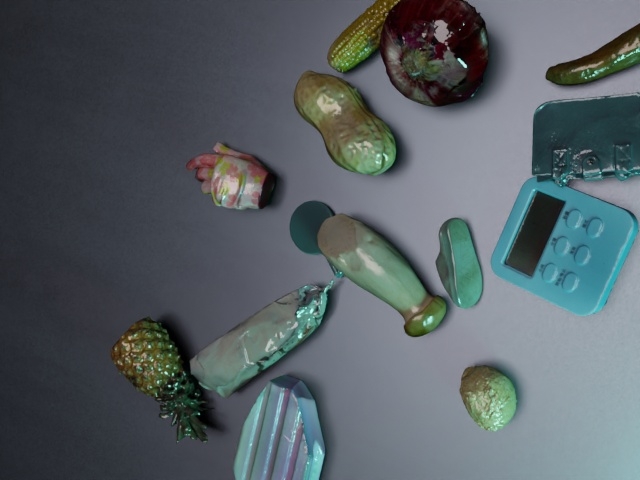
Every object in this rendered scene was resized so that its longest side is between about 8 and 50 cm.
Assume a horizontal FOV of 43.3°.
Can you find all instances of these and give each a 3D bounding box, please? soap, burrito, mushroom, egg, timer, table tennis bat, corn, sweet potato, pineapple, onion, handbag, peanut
[{"bbox_3d":[-0.093,0.490,1.887,0.192,0.109,0.324,15,97,24],"label":"soap"},{"bbox_3d":[-0.131,0.231,1.908,0.445,0.101,0.139,-35,59,21],"label":"burrito"},{"bbox_3d":[0.129,0.067,1.779,0.350,0.128,0.128,45,108,14],"label":"mushroom"},{"bbox_3d":[0.348,0.325,1.676,0.118,0.116,0.140,-31,71,50],"label":"egg"},{"bbox_3d":[0.484,0.008,1.630,0.249,0.091,0.232,25,101,27],"label":"timer"},{"bbox_3d":[0.000,0.000,1.887,0.124,0.033,0.201,-39,72,22],"label":"table tennis bat"},{"bbox_3d":[0.143,-0.492,1.789,0.319,0.097,0.097,-36,75,23],"label":"corn"},{"bbox_3d":[0.582,-0.368,1.595,0.273,0.075,0.075,-25,79,27],"label":"sweet potato"},{"bbox_3d":[-0.375,0.360,2.008,0.169,0.169,0.340,-44,81,19],"label":"pineapple"},{"bbox_3d":[0.249,-0.408,1.684,0.252,0.219,0.252,33,145,27],"label":"onion"},{"bbox_3d":[0.539,-0.195,1.593,0.229,0.062,0.179,-1,73,25],"label":"handbag"},{"bbox_3d":[0.048,-0.266,1.812,0.149,0.149,0.313,-44,70,18],"label":"peanut"}]

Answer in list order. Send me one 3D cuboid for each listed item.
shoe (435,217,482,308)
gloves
[{"bbox_3d":[0.289,0.048,1.739,0.078,0.079,0.195,-4,97,60],"label":"shoe"},{"bbox_3d":[-0.232,-0.155,1.951,0.241,0.126,0.145,16,102,17],"label":"gloves"}]
